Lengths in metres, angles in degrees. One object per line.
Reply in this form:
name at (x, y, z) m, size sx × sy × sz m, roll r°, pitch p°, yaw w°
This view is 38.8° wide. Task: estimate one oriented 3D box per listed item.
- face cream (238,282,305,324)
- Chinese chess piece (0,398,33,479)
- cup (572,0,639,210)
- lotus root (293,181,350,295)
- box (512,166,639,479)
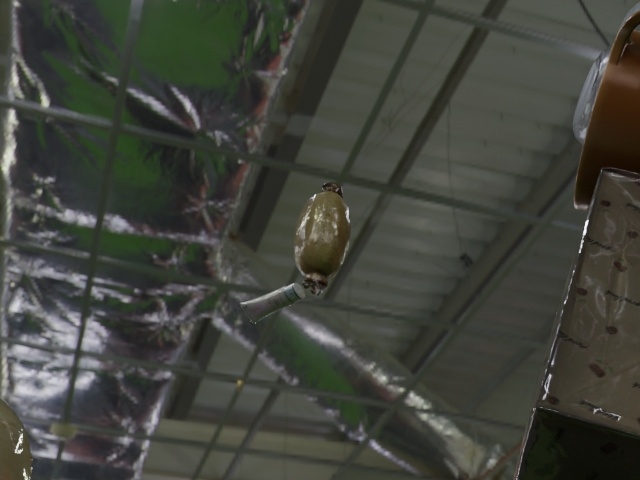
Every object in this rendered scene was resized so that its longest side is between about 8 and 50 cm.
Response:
face cream at (-0.068, 0.087, 1.261) m, size 0.115 × 0.020 × 0.038 m, roll -25°, pitch -75°, yaw 40°
Chinese chess piece at (-0.431, 0.278, 1.001) m, size 0.250 × 0.249 × 0.103 m, roll -19°, pitch -38°, yaw 27°
cup at (0.367, -0.108, 0.841) m, size 0.264 × 0.182 × 0.226 m, roll 16°, pitch -43°, yaw 20°
lotus root at (0.000, 0.000, 1.053) m, size 0.062 × 0.150 × 0.073 m, roll 18°, pitch -32°, yaw -14°
box at (0.293, 0.114, 0.733) m, size 0.225 × 0.297 × 0.190 m, roll 14°, pitch -44°, yaw 16°
